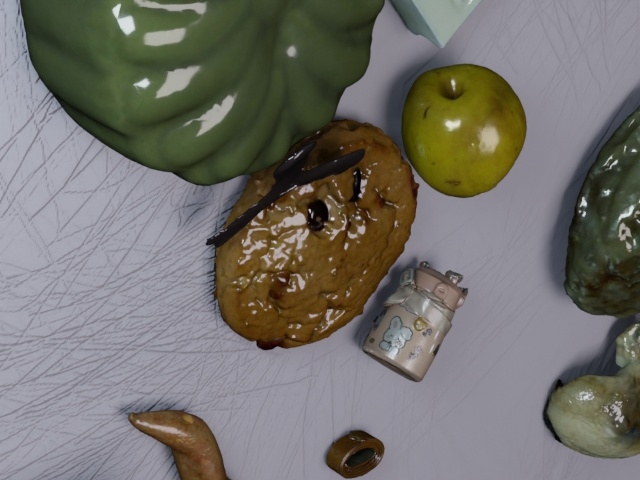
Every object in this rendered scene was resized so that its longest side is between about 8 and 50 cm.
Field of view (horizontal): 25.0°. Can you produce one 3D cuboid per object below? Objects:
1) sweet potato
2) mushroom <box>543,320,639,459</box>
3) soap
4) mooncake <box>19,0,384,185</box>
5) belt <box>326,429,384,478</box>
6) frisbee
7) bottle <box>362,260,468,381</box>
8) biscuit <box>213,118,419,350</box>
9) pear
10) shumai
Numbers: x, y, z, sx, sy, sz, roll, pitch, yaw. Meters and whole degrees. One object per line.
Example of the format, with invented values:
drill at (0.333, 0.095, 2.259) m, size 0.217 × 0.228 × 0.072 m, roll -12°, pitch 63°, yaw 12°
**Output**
sweet potato at (-0.144, 0.263, 1.710) m, size 0.067 × 0.059 × 0.281 m, roll -18°, pitch 134°, yaw 8°
mushroom at (0.522, 0.236, 2.330) m, size 0.344 × 0.130 × 0.247 m, roll -21°, pitch 133°, yaw -37°
soap at (0.157, -0.329, 1.612) m, size 0.198 × 0.066 × 0.119 m, roll -52°, pitch 143°, yaw -6°
mooncake at (-0.101, -0.224, 1.324) m, size 0.351 × 0.187 × 0.351 m, roll -28°, pitch 136°, yaw -31°
belt at (0.046, 0.286, 1.943) m, size 0.083 × 0.036 × 0.059 m, roll -14°, pitch 118°, yaw -41°
frisbee at (-0.044, -0.046, 1.509) m, size 0.187 × 0.012 × 0.211 m, roll -37°, pitch 170°, yaw 20°
bottle at (0.124, 0.096, 1.855) m, size 0.152 × 0.099 × 0.099 m, roll -60°, pitch 142°, yaw -6°
biscuit at (0.001, 0.000, 1.669) m, size 0.296 × 0.075 × 0.296 m, roll -24°, pitch 130°, yaw -32°
pear at (0.170, -0.128, 1.700) m, size 0.149 × 0.149 × 0.162 m, roll -41°, pitch 134°, yaw -18°
shumai at (0.563, -0.017, 2.048) m, size 0.397 × 0.323 × 0.324 m, roll -51°, pitch 139°, yaw -5°
